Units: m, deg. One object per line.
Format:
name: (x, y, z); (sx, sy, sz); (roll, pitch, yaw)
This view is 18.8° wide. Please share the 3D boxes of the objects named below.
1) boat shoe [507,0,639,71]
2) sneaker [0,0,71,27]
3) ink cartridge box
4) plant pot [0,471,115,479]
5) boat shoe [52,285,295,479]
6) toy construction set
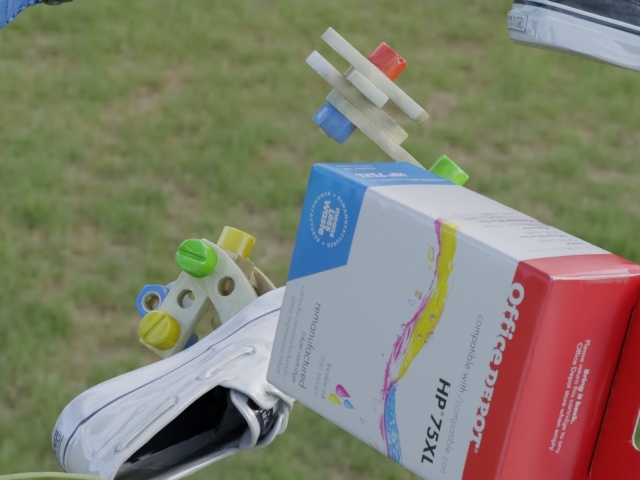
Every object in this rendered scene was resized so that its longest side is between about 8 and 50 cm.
boat shoe: (0.340, -0.200, 1.749); (0.335, 0.119, 0.121); (12, 8, -11)
sneaker: (-0.239, -0.195, 1.561); (0.085, 0.152, 0.058); (20, -4, -24)
ink cartridge box: (0.082, 0.055, 1.015); (0.078, 0.134, 0.231); (-2, 20, -42)
plant pot: (-0.175, 0.346, 1.223); (0.275, 0.293, 0.274); (1, 40, -1)
boat shoe: (-0.062, 0.116, 1.383); (0.258, 0.095, 0.084); (-29, 42, -21)
toy construction set: (0.000, 0.000, 1.560); (0.215, 0.327, 0.151); (45, 20, 29)
